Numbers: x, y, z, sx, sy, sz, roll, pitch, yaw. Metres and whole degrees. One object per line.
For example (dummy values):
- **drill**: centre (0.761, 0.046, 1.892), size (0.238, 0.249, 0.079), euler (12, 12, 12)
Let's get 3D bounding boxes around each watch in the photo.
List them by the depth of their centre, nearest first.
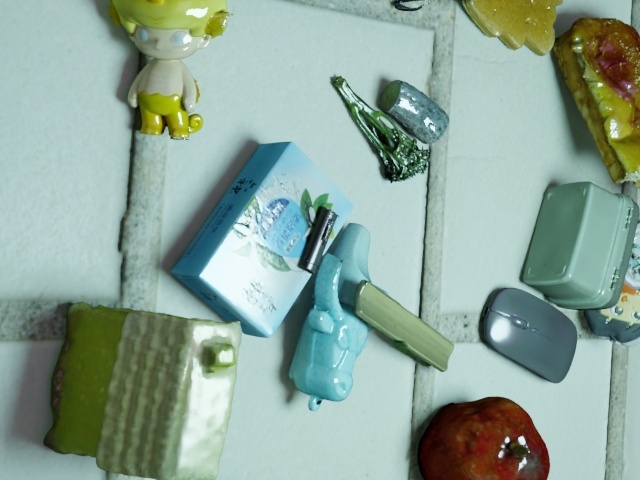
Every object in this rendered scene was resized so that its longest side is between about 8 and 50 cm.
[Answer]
- **watch**: centre (0.606, 0.082, 1.686), size (0.231, 0.196, 0.244), euler (17, 81, -56)

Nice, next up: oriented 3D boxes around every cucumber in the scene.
- **cucumber**: centre (0.144, -0.199, 1.394), size (0.112, 0.064, 0.064), euler (35, 72, -31)

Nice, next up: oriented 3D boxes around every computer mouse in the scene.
- **computer mouse**: centre (0.371, 0.165, 1.567), size (0.232, 0.057, 0.120), euler (32, 73, -32)

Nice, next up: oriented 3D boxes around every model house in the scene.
- **model house**: centre (-0.194, 0.176, 1.061), size (0.175, 0.234, 0.193), euler (15, 81, -35)

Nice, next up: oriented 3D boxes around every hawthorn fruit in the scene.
- **hawthorn fruit**: centre (0.263, 0.326, 1.402), size (0.189, 0.251, 0.189), euler (8, 65, -17)

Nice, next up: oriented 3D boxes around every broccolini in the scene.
- **broccolini**: centre (0.089, -0.167, 1.359), size (0.201, 0.058, 0.074), euler (48, 59, -27)

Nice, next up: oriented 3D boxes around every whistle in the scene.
- **whistle**: centre (0.024, 0.110, 1.303), size (0.186, 0.093, 0.274), euler (35, 67, -59)

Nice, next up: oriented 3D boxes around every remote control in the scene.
- **remote control**: centre (0.000, 0.000, 1.228), size (0.034, 0.016, 0.091), euler (30, 76, -40)

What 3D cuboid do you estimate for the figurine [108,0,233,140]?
- **figurine**: centre (-0.187, -0.253, 1.134), size (0.156, 0.131, 0.246), euler (9, 104, 4)

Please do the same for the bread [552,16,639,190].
- **bread**: centre (0.536, -0.209, 1.568), size (0.185, 0.109, 0.380), euler (-9, 73, -42)

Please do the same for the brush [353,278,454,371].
- **brush**: centre (0.120, 0.130, 1.352), size (0.282, 0.048, 0.054), euler (38, 62, -49)

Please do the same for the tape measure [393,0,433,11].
- **tape measure**: centre (0.183, -0.433, 1.390), size (0.180, 0.104, 0.107), euler (-45, 118, -27)

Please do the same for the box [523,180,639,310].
- **box**: centre (0.450, 0.009, 1.568), size (0.129, 0.148, 0.210), euler (26, 74, -25)

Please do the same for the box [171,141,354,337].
- **box**: centre (-0.074, -0.003, 1.234), size (0.142, 0.083, 0.232), euler (45, 66, -30)

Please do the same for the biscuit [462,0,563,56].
- **biscuit**: centre (0.322, -0.410, 1.530), size (0.238, 0.041, 0.212), euler (-16, 106, -34)
